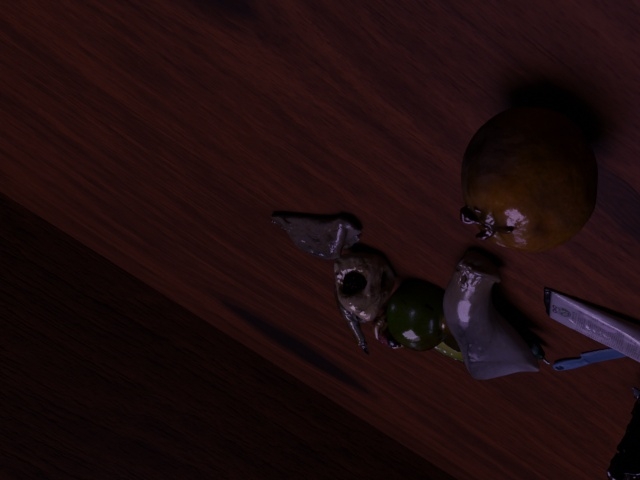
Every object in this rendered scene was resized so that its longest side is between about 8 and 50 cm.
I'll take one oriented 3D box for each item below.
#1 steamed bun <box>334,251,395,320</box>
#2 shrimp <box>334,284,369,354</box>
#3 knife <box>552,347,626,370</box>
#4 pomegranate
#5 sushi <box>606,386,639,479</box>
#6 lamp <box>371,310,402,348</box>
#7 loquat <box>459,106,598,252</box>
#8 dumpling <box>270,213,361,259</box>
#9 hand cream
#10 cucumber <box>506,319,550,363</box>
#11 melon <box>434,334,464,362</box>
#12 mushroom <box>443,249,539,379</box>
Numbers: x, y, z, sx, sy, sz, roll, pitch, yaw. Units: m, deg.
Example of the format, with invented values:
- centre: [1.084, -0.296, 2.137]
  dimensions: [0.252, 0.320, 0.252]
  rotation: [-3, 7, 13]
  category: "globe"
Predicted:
- centre: [0.114, 0.130, 1.939]
  dimensions: [0.141, 0.155, 0.172]
  rotation: [-8, 147, 28]
  category: "steamed bun"
- centre: [0.094, 0.222, 2.238]
  dimensions: [0.185, 0.068, 0.287]
  rotation: [58, 161, 32]
  category: "shrimp"
- centre: [0.678, 0.298, 1.842]
  dimensions: [0.044, 0.019, 0.313]
  rotation: [34, 156, -6]
  category: "knife"
- centre: [0.289, 0.227, 1.972]
  dimensions: [0.241, 0.159, 0.190]
  rotation: [23, 160, 7]
  category: "pomegranate"
- centre: [0.863, 0.519, 1.721]
  dimensions: [0.281, 0.294, 0.299]
  rotation: [37, 159, -27]
  category: "sushi"
- centre: [0.216, 0.259, 2.145]
  dimensions: [0.118, 0.118, 0.253]
  rotation: [28, 173, 2]
  category: "lamp"
- centre: [0.323, -0.095, 1.119]
  dimensions: [0.193, 0.238, 0.238]
  rotation: [14, 155, 50]
  category: "loquat"
- centre: [-0.004, 0.001, 1.941]
  dimensions: [0.332, 0.086, 0.166]
  rotation: [8, 148, 51]
  category: "dumpling"
- centre: [0.650, 0.203, 1.612]
  dimensions: [0.336, 0.076, 0.121]
  rotation: [25, 154, 27]
  category: "hand cream"
- centre: [0.499, 0.245, 1.894]
  dimensions: [0.250, 0.056, 0.056]
  rotation: [33, 158, -4]
  category: "cucumber"
- centre: [0.422, 0.312, 2.130]
  dimensions: [0.209, 0.064, 0.118]
  rotation: [3, 142, 44]
  category: "melon"
- centre: [0.385, 0.181, 1.747]
  dimensions: [0.177, 0.126, 0.397]
  rotation: [-11, 131, 28]
  category: "mushroom"
